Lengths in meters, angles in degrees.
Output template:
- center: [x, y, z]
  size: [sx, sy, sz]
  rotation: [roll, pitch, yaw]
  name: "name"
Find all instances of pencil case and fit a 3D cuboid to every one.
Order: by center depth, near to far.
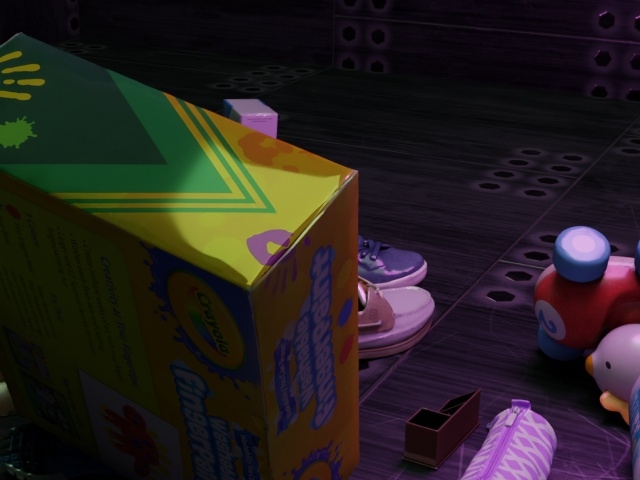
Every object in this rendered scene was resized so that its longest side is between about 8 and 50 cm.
- center: [0.202, 0.255, 1.218]
  size: [0.086, 0.088, 0.206]
  rotation: [6, 22, 20]
  name: "pencil case"

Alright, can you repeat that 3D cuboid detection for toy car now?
- center: [0.389, 0.140, 1.460]
  size: [0.210, 0.219, 0.238]
  rotation: [2, 49, 5]
  name: "toy car"

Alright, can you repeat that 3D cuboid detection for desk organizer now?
- center: [0.150, 0.222, 1.357]
  size: [0.047, 0.050, 0.130]
  rotation: [12, 23, 28]
  name: "desk organizer"

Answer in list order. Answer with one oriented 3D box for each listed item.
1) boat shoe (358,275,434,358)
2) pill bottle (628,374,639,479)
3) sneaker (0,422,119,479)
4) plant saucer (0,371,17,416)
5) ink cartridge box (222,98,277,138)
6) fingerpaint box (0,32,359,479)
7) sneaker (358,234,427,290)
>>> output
- center: [0.053, 0.106, 1.593]
  size: [0.302, 0.103, 0.113]
  rotation: [-18, 27, -41]
  name: "boat shoe"
- center: [0.409, 0.234, 1.197]
  size: [0.146, 0.146, 0.264]
  rotation: [5, 20, 12]
  name: "pill bottle"
- center: [-0.274, 0.241, 1.291]
  size: [0.190, 0.071, 0.083]
  rotation: [0, 0, 0]
  name: "sneaker"
- center: [-0.433, 0.174, 1.487]
  size: [0.198, 0.036, 0.198]
  rotation: [2, 20, -1]
  name: "plant saucer"
- center: [-0.146, -0.177, 2.231]
  size: [0.082, 0.191, 0.139]
  rotation: [-5, 21, -18]
  name: "ink cartridge box"
- center: [-0.154, 0.068, 1.073]
  size: [0.371, 0.445, 0.163]
  rotation: [24, 53, 23]
  name: "fingerpaint box"
- center: [0.000, 0.000, 1.816]
  size: [0.350, 0.148, 0.131]
  rotation: [4, 20, 7]
  name: "sneaker"
